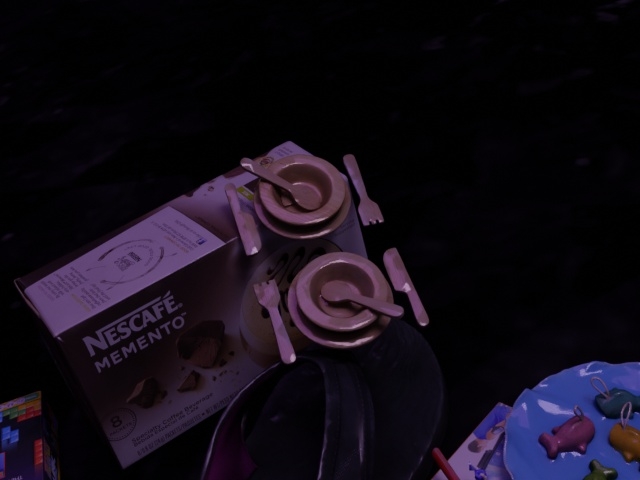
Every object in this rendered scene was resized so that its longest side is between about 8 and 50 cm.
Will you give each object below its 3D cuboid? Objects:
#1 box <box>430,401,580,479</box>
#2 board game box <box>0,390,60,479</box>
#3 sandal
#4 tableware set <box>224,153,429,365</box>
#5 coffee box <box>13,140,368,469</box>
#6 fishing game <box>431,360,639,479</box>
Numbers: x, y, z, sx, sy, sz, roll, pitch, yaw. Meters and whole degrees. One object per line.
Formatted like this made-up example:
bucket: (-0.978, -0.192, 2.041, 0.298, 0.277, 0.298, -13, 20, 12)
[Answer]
box: (0.136, 0.189, 0.742, 0.081, 0.028, 0.136, 19, 45, 39)
board game box: (-0.322, 0.221, 0.860, 0.170, 0.048, 0.141, -20, 33, -6)
sandal: (-0.030, 0.190, 0.733, 0.168, 0.107, 0.446, 8, 40, 30)
tableware set: (0.000, 0.000, 0.806, 0.128, 0.039, 0.194, -15, 59, -12)
coffee box: (-0.107, 0.054, 0.908, 0.297, 0.168, 0.119, -29, 36, -20)
fishing game: (0.228, 0.156, 0.712, 0.264, 0.041, 0.189, -19, 43, -15)
